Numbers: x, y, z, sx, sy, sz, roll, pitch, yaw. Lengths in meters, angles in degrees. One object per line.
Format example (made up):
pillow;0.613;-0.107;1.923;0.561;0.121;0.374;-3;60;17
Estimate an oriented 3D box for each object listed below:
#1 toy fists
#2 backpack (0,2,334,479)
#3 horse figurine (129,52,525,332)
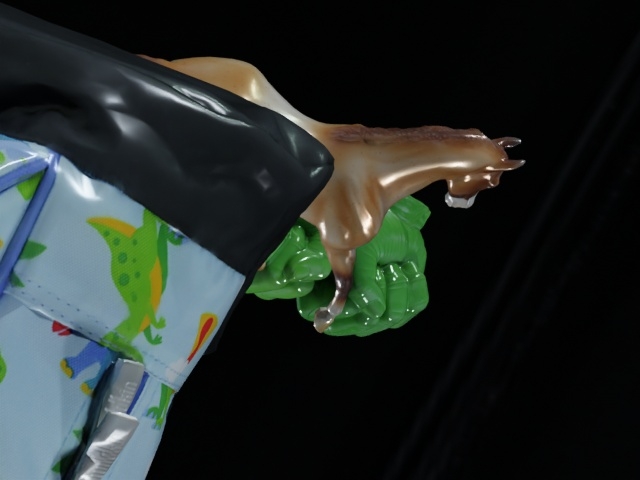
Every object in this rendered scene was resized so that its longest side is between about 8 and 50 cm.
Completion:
toy fists;0.000;0.000;1.739;0.096;0.279;0.142;4;-106;42
backpack;-0.205;0.071;0.695;0.290;0.273;0.355;24;-84;30
horse figurine;-0.041;-0.043;1.096;0.174;0.263;0.066;-49;-160;46
